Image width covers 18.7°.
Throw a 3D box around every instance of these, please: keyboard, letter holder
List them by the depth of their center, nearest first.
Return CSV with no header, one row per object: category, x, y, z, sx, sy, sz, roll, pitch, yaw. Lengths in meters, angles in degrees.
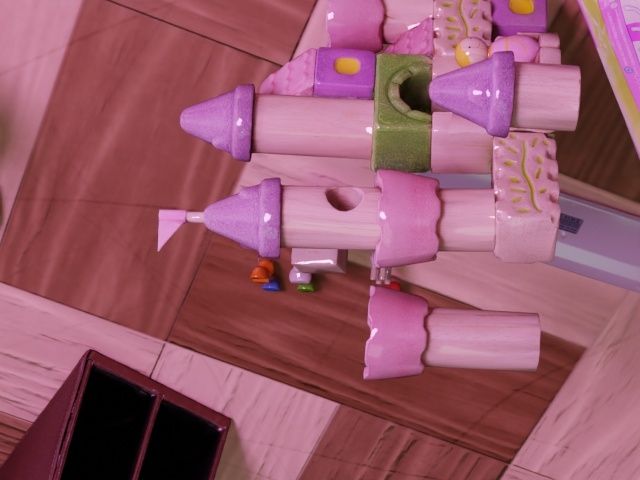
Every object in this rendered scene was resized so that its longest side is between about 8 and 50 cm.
keyboard,0.194,-0.009,1.575,0.256,0.014,0.072,17,127,-5
letter holder,-0.233,0.288,1.783,0.152,0.214,0.302,28,130,-14

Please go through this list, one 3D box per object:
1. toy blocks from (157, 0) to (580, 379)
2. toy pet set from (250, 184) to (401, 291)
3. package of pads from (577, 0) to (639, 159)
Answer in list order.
toy blocks,0.030,-0.101,1.334,0.260,0.289,0.309,4,135,1
toy pet set,0.000,0.000,1.602,0.122,0.065,0.114,1,166,14
package of pads,0.246,-0.151,1.271,0.101,0.229,0.296,-12,135,20
